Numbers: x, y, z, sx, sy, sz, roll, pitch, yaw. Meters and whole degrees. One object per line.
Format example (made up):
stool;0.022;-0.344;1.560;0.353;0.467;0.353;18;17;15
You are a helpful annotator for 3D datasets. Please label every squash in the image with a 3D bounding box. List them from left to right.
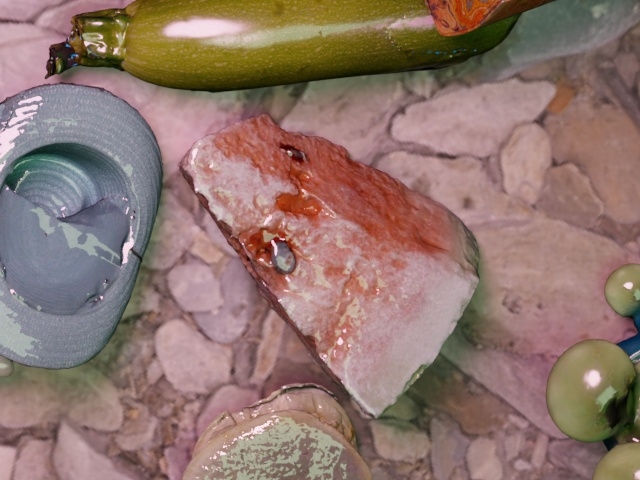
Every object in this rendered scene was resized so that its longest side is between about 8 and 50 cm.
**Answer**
squash;-0.019;-0.144;1.300;0.331;0.087;0.087;-7;109;-10

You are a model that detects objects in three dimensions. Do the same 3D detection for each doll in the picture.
doll;0.327;0.075;1.406;0.322;0.186;0.198;-25;81;13

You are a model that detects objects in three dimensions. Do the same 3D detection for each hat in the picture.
hat;-0.183;-0.011;1.309;0.138;0.078;0.191;16;84;-27

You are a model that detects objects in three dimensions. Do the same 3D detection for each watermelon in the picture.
watermelon;0.000;0.000;1.357;0.241;0.094;0.154;39;88;-19

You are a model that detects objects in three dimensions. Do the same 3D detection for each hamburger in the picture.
hamburger;-0.032;0.176;1.411;0.140;0.062;0.133;-33;108;0

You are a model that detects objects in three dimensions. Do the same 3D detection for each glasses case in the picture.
glasses case;0.173;-0.191;1.287;0.218;0.075;0.049;-23;94;-32

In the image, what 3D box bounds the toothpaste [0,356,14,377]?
toothpaste;-0.342;0.082;1.314;0.268;0.047;0.069;0;120;-10
